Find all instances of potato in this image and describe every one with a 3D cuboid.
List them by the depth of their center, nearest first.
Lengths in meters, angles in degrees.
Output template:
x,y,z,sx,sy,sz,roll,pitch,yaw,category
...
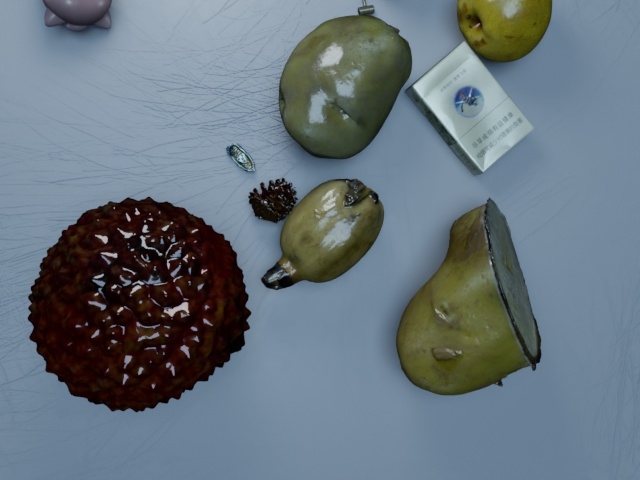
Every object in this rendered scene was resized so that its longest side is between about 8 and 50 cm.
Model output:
x,y,z,sx,sy,sz,roll,pitch,yaw,category
0.043,-0.332,1.593,0.243,0.221,0.326,27,88,5,potato
0.288,0.134,1.619,0.296,0.290,0.397,-21,71,21,potato

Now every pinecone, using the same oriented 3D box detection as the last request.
x,y,z,sx,sy,sz,roll,pitch,yaw,category
-0.102,-0.087,1.645,0.109,0.102,0.102,-24,92,-33,pinecone

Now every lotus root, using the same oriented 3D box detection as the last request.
x,y,z,sx,sy,sz,roll,pitch,yaw,category
0.000,0.000,1.614,0.183,0.183,0.310,44,87,-4,lotus root

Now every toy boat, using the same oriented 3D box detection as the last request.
x,y,z,sx,sy,sz,roll,pitch,yaw,category
-0.174,-0.183,1.661,0.083,0.038,0.038,44,86,-3,toy boat

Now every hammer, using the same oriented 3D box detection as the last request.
x,y,z,sx,sy,sz,roll,pitch,yaw,category
0.096,-0.569,1.703,0.036,0.019,0.110,-10,85,-6,hammer

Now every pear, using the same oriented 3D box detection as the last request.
x,y,z,sx,sy,sz,roll,pitch,yaw,category
0.413,-0.503,1.646,0.209,0.209,0.208,0,90,-6,pear

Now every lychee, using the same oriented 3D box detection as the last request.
x,y,z,sx,sy,sz,roll,pitch,yaw,category
-0.359,0.121,1.466,0.425,0.500,0.424,-7,101,-39,lychee

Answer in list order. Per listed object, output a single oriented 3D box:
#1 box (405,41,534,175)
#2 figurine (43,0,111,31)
x,y,z,sx,sy,sz,roll,pitch,yaw,category
0.339,-0.298,1.699,0.164,0.069,0.256,-41,94,-5,box
-0.506,-0.588,1.555,0.176,0.186,0.287,-8,125,-14,figurine
